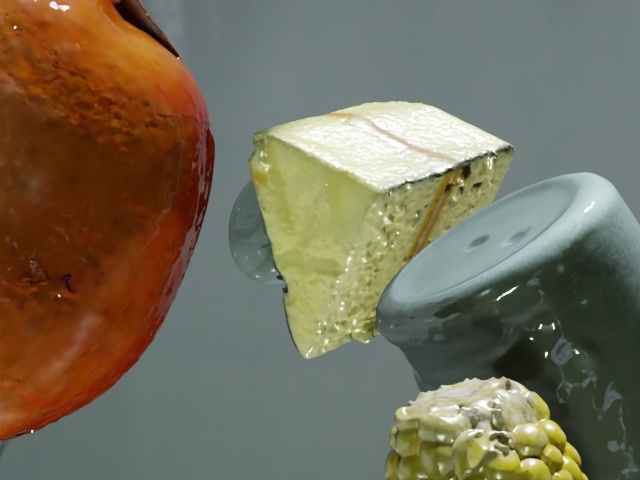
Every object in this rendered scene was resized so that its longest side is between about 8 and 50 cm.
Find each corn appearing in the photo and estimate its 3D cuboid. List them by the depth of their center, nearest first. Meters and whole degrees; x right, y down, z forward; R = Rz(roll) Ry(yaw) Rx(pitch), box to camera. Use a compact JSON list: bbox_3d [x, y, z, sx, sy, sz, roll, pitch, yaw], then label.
[{"bbox_3d":[0.114,0.242,0.597,0.130,0.130,0.347,-18,95,-65],"label":"corn"}]

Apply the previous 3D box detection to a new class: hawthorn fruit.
[{"bbox_3d":[-0.141,-0.048,0.557,0.299,0.211,0.211,-55,154,-1],"label":"hawthorn fruit"}]

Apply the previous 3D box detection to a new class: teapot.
[{"bbox_3d":[0.000,0.000,1.664,0.251,0.183,0.183,25,70,-32],"label":"teapot"}]

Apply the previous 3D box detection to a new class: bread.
[{"bbox_3d":[0.042,-0.017,1.287,0.263,0.198,0.236,-21,132,-45],"label":"bread"}]

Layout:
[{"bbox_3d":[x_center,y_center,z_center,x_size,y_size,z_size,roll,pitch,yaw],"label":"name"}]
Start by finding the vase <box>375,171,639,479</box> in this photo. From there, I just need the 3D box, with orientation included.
[{"bbox_3d":[0.180,0.120,0.768,0.291,0.245,0.245,57,36,-12],"label":"vase"}]
